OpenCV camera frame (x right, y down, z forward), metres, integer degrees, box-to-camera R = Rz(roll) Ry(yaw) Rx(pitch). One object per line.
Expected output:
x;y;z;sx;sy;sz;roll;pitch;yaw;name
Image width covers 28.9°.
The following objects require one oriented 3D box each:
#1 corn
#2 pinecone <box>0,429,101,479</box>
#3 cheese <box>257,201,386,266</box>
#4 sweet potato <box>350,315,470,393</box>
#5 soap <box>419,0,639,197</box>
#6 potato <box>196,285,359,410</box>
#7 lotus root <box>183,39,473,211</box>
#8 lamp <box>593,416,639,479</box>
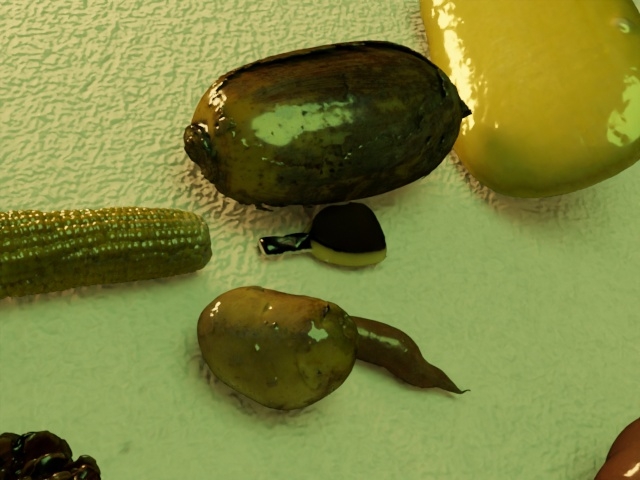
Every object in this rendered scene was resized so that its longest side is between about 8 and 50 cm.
-0.266;0.010;1.350;0.320;0.097;0.097;-5;57;-30;corn
-0.260;0.249;1.112;0.174;0.173;0.173;13;50;-16;pinecone
0.000;0.000;1.516;0.163;0.036;0.086;-7;60;-29;cheese
0.089;0.133;1.444;0.195;0.056;0.056;31;47;-5;sweet potato
0.308;-0.244;1.727;0.306;0.115;0.427;-16;57;8;soap
-0.046;0.115;1.349;0.176;0.137;0.137;14;46;14;potato
0.020;-0.141;1.541;0.398;0.179;0.196;-16;65;-29;lotus root
0.446;0.311;1.343;0.305;0.239;0.305;14;50;-17;lamp
